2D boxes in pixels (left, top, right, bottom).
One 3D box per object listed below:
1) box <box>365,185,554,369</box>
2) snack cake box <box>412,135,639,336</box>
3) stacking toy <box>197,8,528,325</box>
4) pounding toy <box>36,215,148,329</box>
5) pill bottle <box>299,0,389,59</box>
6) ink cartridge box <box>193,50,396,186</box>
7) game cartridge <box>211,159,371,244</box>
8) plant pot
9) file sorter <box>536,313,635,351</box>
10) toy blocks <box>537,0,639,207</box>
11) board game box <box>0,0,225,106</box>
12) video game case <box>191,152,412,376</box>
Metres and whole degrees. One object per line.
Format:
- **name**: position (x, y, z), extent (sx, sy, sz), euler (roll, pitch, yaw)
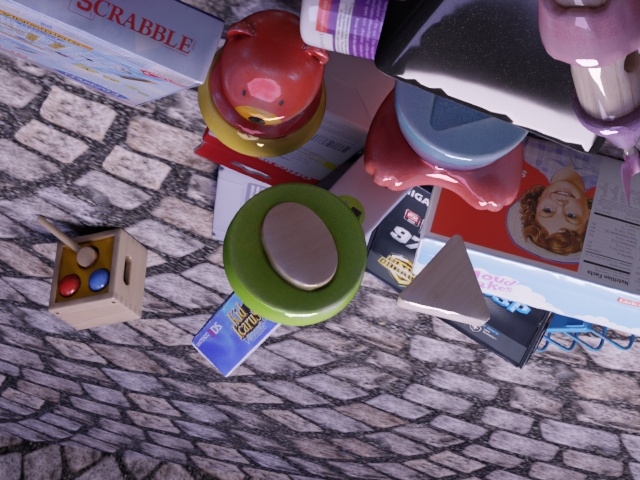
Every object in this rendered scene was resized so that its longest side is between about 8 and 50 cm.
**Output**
- **box**: position (0.163, 0.022, 1.798), extent (0.220, 0.051, 0.175), euler (33, 141, 12)
- **snack cake box**: position (0.240, -0.012, 1.670), extent (0.264, 0.152, 0.089), euler (16, 154, 4)
- **stacking toy**: position (0.046, -0.071, 1.463), extent (0.309, 0.279, 0.130), euler (4, 161, -8)
- **pounding toy**: position (-0.325, 0.037, 2.298), extent (0.130, 0.141, 0.100), euler (-11, 149, 25)
- **pill bottle**: position (0.088, -0.196, 1.378), extent (0.193, 0.108, 0.108), euler (14, 160, 7)
- **ink cartridge box**: position (-0.032, -0.130, 1.685), extent (0.134, 0.078, 0.231), euler (23, 159, -15)
- **game cartridge**: position (-0.028, -0.039, 1.959), extent (0.196, 0.060, 0.294), euler (20, 160, 0)
- **plant pot**: position (0.168, -0.206, 1.206), extent (0.187, 0.188, 0.167), euler (20, 148, -10)
- **file sorter**: position (0.275, 0.066, 1.909), extent (0.170, 0.118, 0.104), euler (-4, 155, 43)
- **toy blocks**: position (0.169, -0.210, 1.008), extent (0.309, 0.289, 0.260), euler (2, 151, 21)
- **board game box**: position (-0.277, -0.223, 1.537), extent (0.318, 0.066, 0.318), euler (23, 174, -17)
- **video game case**: position (0.000, 0.000, 1.668), extent (0.061, 0.244, 0.269), euler (45, 148, 0)
